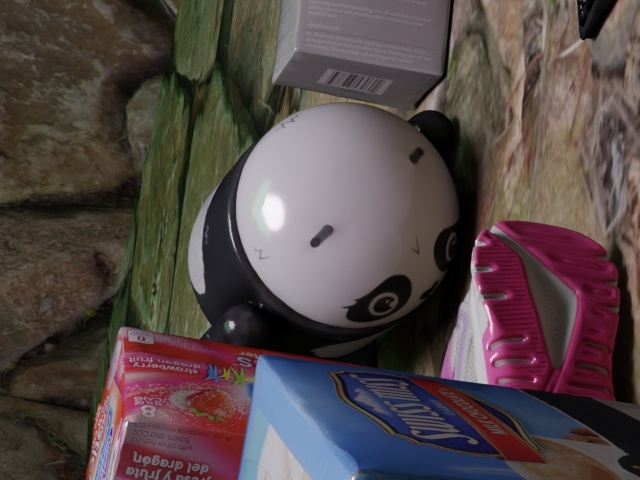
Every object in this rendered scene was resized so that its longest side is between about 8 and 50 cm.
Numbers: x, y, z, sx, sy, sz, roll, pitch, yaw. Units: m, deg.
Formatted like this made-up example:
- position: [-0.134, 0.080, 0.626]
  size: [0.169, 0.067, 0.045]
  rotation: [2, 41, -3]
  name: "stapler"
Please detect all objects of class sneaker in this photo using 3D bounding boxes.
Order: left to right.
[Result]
- position: [0.113, 0.116, 1.066]
  size: [0.111, 0.103, 0.252]
  rotation: [106, 174, -50]
  name: "sneaker"

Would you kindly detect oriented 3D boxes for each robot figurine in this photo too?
- position: [0.000, 0.003, 1.490]
  size: [0.278, 0.174, 0.209]
  rotation: [138, 137, -68]
  name: "robot figurine"

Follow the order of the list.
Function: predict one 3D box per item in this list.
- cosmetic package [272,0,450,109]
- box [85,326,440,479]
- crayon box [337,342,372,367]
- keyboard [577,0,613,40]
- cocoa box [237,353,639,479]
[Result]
- position: [0.040, -0.239, 1.595]
  size: [0.107, 0.127, 0.238]
  rotation: [134, 145, -72]
  name: "cosmetic package"
- position: [-0.008, 0.149, 1.201]
  size: [0.128, 0.257, 0.122]
  rotation: [-110, 32, -67]
  name: "box"
- position: [-0.028, 0.254, 1.664]
  size: [0.203, 0.083, 0.323]
  rotation: [-94, 18, -49]
  name: "crayon box"
- position: [0.159, -0.224, 1.217]
  size: [0.100, 0.038, 0.192]
  rotation: [115, 160, -53]
  name: "keyboard"
- position: [0.068, 0.245, 0.827]
  size: [0.231, 0.228, 0.347]
  rotation: [-145, 64, -77]
  name: "cocoa box"
